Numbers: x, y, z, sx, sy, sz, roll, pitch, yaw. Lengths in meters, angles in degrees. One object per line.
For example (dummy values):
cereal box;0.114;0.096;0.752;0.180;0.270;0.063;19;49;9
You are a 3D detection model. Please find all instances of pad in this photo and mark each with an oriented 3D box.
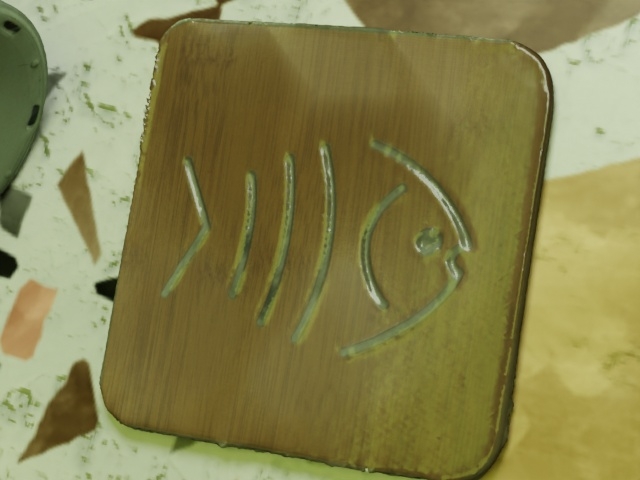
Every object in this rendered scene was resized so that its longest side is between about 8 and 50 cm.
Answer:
pad;0.000;0.000;1.029;0.284;0.018;0.287;7;85;22

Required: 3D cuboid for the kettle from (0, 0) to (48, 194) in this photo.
kettle;-0.371;-0.122;1.112;0.318;0.265;0.205;32;62;21
